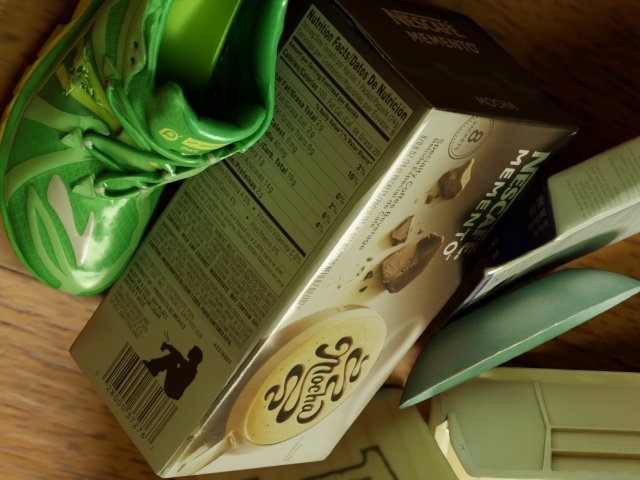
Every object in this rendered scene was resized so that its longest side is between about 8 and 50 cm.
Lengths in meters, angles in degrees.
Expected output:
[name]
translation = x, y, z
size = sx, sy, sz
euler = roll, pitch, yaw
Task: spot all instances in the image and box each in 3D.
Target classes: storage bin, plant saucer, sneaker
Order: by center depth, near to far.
[sneaker]
translation = -0.100, -0.078, 1.000
size = 0.109, 0.123, 0.295
euler = 7, 125, -34
[plant saucer]
translation = 0.134, 0.060, 1.238
size = 0.195, 0.037, 0.195
euler = -25, 172, -4
[storage bin]
translation = 0.208, 0.236, 1.404
size = 0.260, 0.123, 0.262
euler = 2, 130, -3

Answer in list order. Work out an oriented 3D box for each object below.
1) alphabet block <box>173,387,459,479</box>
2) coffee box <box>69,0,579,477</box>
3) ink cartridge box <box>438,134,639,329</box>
[alphabet block]
translation = 0.009, 0.255, 1.305
size = 0.193, 0.197, 0.192
euler = -13, 133, -18
[coffee box]
translation = 0.000, 0.000, 1.102
size = 0.168, 0.119, 0.297
euler = 4, 129, -53
[ink cartridge box]
translation = 0.182, -0.021, 1.180
size = 0.224, 0.045, 0.223
euler = -25, 172, -9
